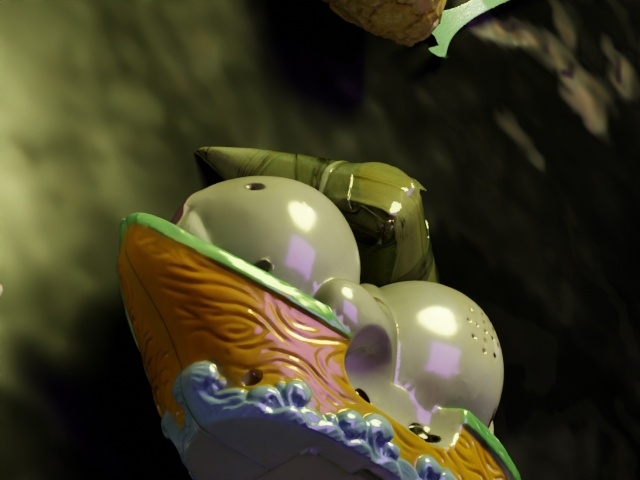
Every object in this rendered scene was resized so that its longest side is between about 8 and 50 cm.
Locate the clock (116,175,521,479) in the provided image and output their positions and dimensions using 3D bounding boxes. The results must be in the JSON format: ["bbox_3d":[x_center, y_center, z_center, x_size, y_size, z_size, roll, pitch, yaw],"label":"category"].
[{"bbox_3d":[0.003,0.055,0.837,0.231,0.103,0.144,37,38,-29],"label":"clock"}]

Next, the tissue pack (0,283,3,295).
[{"bbox_3d":[-0.297,0.021,0.397,0.375,0.195,0.390,34,39,5],"label":"tissue pack"}]

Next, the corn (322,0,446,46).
[{"bbox_3d":[0.025,-0.250,1.091,0.119,0.119,0.322,27,48,-35],"label":"corn"}]

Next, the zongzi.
[{"bbox_3d":[0.000,0.000,0.942,0.104,0.113,0.052,77,32,-47],"label":"zongzi"}]

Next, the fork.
[{"bbox_3d":[0.105,-0.145,1.186,0.235,0.021,0.039,-29,90,-56],"label":"fork"}]
